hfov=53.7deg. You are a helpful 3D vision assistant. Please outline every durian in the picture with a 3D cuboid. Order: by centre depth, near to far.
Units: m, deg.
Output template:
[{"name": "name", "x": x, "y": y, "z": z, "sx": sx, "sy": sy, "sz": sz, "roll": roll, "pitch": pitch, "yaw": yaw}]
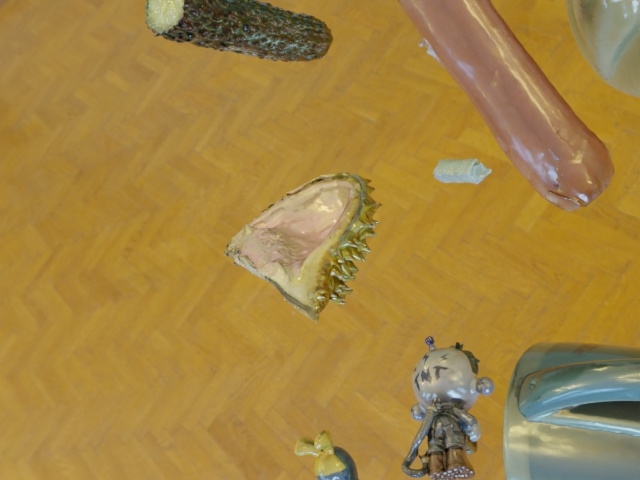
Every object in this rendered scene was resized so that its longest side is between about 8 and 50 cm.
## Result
[{"name": "durian", "x": 0.001, "y": -0.011, "z": 0.895, "sx": 0.195, "sy": 0.186, "sz": 0.305, "roll": -62, "pitch": 22, "yaw": 1}]

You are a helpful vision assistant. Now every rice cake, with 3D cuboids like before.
[{"name": "rice cake", "x": 0.426, "y": -0.212, "z": 1.942, "sx": 0.069, "sy": 0.063, "sz": 0.206, "roll": -58, "pitch": 26, "yaw": -7}]

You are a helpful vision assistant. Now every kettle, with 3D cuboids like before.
[{"name": "kettle", "x": 0.396, "y": 0.223, "z": 0.701, "sx": 0.342, "sy": 0.319, "sz": 0.247, "roll": -7, "pitch": 50, "yaw": 43}]

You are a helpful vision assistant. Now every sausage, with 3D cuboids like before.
[{"name": "sausage", "x": 0.179, "y": -0.215, "z": 0.704, "sx": 0.094, "sy": 0.094, "sz": 0.419, "roll": -33, "pitch": 88, "yaw": -16}]

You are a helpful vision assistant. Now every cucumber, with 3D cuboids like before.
[{"name": "cucumber", "x": -0.101, "y": -0.328, "z": 0.982, "sx": 0.096, "sy": 0.359, "sz": 0.096, "roll": 3, "pitch": 95, "yaw": 38}]

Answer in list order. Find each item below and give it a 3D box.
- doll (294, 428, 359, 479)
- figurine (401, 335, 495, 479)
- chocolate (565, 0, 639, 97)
[{"name": "doll", "x": 0.027, "y": 0.330, "z": 0.803, "sx": 0.179, "sy": 0.089, "sz": 0.102, "roll": 54, "pitch": 136, "yaw": 0}, {"name": "figurine", "x": 0.345, "y": 0.443, "z": 1.681, "sx": 0.261, "sy": 0.186, "sz": 0.382, "roll": -19, "pitch": 44, "yaw": 23}, {"name": "chocolate", "x": 0.511, "y": -0.344, "z": 0.904, "sx": 0.297, "sy": 0.326, "sz": 0.314, "roll": -34, "pitch": 11, "yaw": -2}]
